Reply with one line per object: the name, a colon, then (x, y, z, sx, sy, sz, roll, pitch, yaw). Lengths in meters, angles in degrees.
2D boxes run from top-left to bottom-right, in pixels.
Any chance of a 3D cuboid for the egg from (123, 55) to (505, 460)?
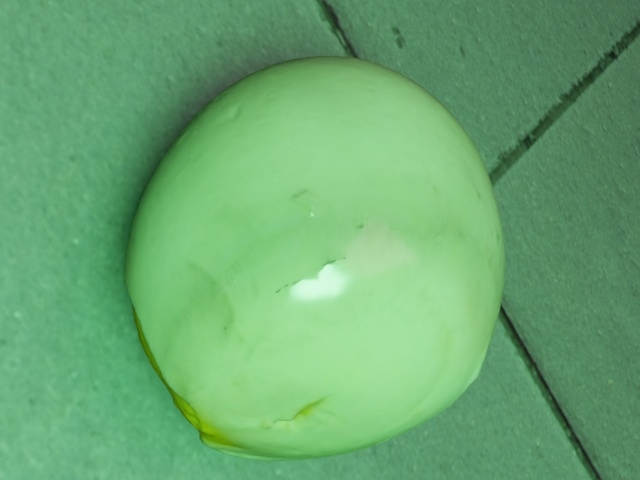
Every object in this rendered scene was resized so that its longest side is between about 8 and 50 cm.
egg: (0.000, 0.000, 0.740, 0.283, 0.283, 0.345, 37, 39, -29)
